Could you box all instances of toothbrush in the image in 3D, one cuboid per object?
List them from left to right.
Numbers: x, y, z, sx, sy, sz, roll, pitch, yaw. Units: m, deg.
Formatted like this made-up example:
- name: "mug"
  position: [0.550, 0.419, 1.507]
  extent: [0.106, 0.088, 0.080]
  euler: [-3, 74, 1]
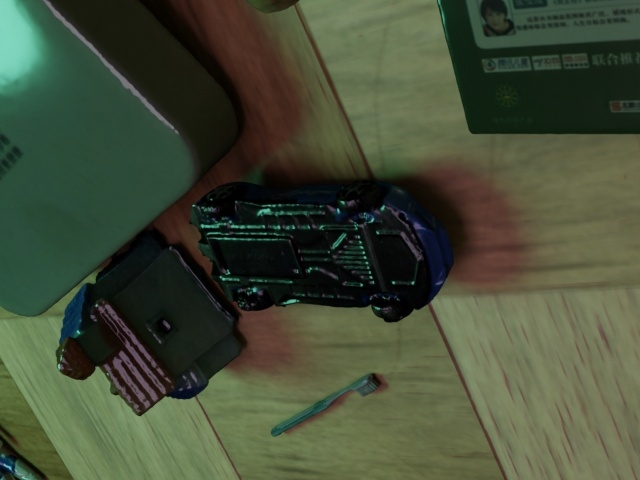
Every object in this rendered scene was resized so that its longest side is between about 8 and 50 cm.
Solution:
- name: "toothbrush"
  position: [0.001, 0.147, 0.918]
  extent: [0.014, 0.011, 0.167]
  euler: [46, 140, -6]

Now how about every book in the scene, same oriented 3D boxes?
- name: "book"
  position: [0.136, -0.176, 0.535]
  extent: [0.202, 0.027, 0.264]
  euler: [5, 124, 40]

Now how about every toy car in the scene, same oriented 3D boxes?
- name: "toy car"
  position: [0.000, 0.000, 0.765]
  extent: [0.216, 0.063, 0.103]
  euler: [0, 121, 35]

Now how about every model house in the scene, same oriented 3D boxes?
- name: "model house"
  position: [-0.170, 0.090, 0.919]
  extent: [0.148, 0.149, 0.119]
  euler: [53, 140, -3]

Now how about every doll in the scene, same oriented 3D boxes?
- name: "doll"
  position: [-0.463, 0.255, 1.378]
  extent: [0.227, 0.057, 0.114]
  euler: [47, 144, -2]

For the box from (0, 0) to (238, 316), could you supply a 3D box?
- name: "box"
  position: [-0.286, -0.133, 0.858]
  extent: [0.373, 0.090, 0.367]
  euler: [46, 137, -11]

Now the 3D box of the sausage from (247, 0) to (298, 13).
- name: "sausage"
  position: [-0.095, -0.274, 0.637]
  extent: [0.066, 0.066, 0.301]
  euler: [-20, 105, 47]
